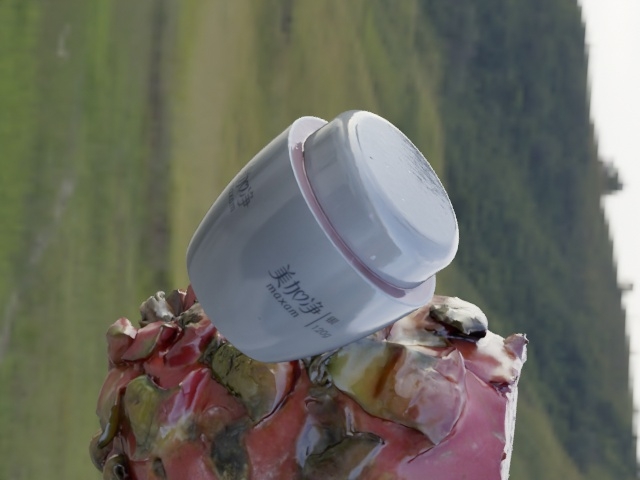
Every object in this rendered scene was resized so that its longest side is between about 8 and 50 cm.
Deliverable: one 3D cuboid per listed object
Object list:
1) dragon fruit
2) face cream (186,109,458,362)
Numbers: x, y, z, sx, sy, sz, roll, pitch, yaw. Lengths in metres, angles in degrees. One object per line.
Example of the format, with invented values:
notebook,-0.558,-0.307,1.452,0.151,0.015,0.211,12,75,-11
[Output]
dragon fruit,-0.014,0.139,1.160,0.250,0.291,0.269,-27,123,-84
face cream,0.000,0.000,0.705,0.095,0.091,0.091,-35,-149,23
